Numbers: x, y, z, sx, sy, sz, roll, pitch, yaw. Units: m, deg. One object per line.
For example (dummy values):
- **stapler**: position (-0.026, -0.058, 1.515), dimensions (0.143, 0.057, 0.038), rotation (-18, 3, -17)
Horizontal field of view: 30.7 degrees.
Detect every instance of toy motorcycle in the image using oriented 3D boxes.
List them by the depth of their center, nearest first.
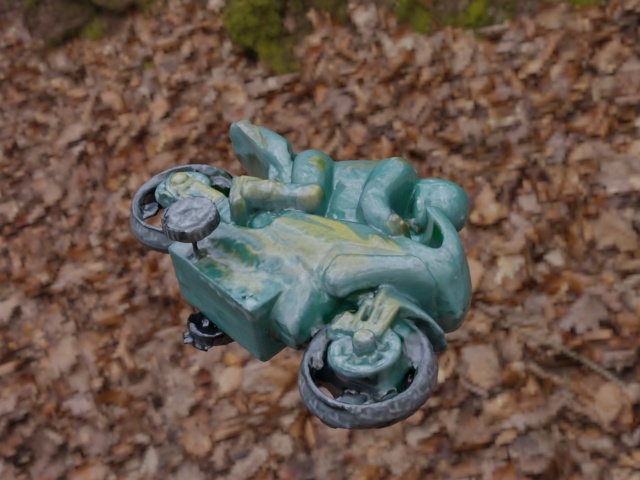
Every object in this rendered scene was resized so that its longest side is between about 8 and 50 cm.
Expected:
- **toy motorcycle**: position (-0.001, -0.001, 0.781), dimensions (0.198, 0.109, 0.296), rotation (-35, 46, -26)
